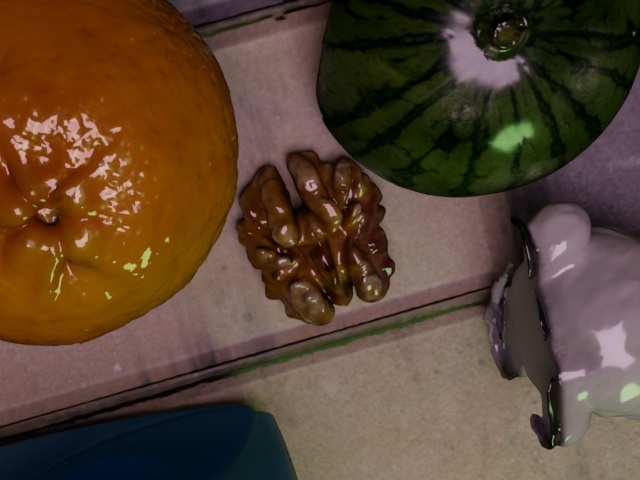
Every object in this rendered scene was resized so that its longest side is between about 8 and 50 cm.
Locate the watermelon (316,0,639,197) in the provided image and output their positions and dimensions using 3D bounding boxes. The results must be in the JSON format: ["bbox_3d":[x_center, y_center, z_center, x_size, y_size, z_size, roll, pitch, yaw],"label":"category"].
[{"bbox_3d":[0.154,-0.173,1.789,0.330,0.189,0.331,-1,114,-3],"label":"watermelon"}]

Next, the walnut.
[{"bbox_3d":[0.000,0.000,1.885,0.143,0.069,0.170,-25,109,3],"label":"walnut"}]

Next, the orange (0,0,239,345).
[{"bbox_3d":[-0.234,-0.074,1.698,0.340,0.293,0.341,-2,109,-7],"label":"orange"}]

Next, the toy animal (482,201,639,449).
[{"bbox_3d":[0.349,0.068,1.904,0.357,0.194,0.258,-9,134,-11],"label":"toy animal"}]

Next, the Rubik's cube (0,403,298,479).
[{"bbox_3d":[-0.168,0.384,1.850,0.352,0.351,0.347,-11,112,-8],"label":"Rubik's cube"}]
